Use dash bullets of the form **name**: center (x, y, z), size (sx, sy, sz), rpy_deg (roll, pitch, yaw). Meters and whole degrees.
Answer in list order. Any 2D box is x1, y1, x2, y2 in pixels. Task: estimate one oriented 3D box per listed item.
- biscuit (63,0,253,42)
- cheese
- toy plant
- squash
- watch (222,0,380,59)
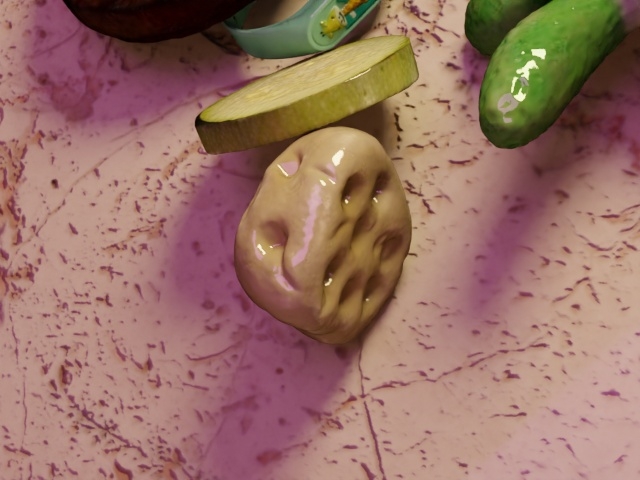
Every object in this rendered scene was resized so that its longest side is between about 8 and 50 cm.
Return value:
- **biscuit**: center (-0.151, -0.409, 1.553), size (0.407, 0.091, 0.407), rpy_deg (-19, 47, 21)
- **cheese**: center (0.000, 0.000, 1.270), size (0.117, 0.218, 0.235), rpy_deg (14, 117, 31)
- **toy plant**: center (0.311, -0.245, 1.244), size (0.356, 0.210, 0.317), rpy_deg (-16, 30, 9)
- **squash**: center (-0.015, -0.156, 1.349), size (0.252, 0.252, 0.049), rpy_deg (-17, 107, 14)
- **watch**: center (-0.010, -0.315, 1.491), size (0.237, 0.068, 0.195), rpy_deg (-46, 45, -4)
